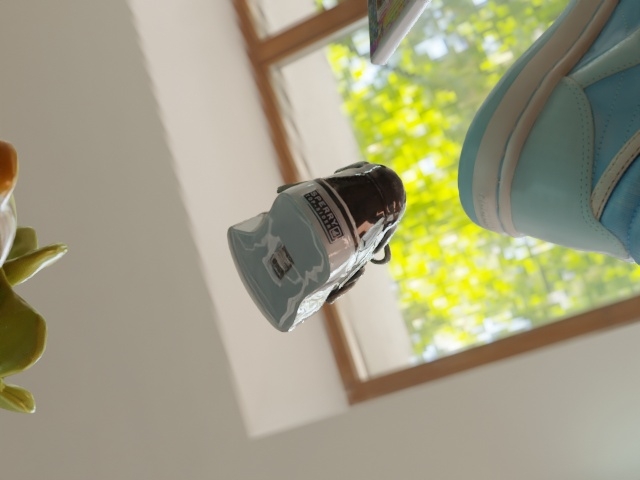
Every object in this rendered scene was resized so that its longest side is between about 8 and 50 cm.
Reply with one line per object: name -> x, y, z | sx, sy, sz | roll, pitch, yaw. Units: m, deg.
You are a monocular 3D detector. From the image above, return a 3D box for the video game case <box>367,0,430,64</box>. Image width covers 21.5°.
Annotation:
video game case -> 0.071, -0.258, 1.562 | 0.019, 0.157, 0.143 | 2, -107, -15

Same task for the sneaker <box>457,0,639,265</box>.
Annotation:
sneaker -> 0.249, -0.099, 1.024 | 0.319, 0.208, 0.127 | -53, -33, -19

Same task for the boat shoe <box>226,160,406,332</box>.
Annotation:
boat shoe -> -0.002, -0.004, 1.469 | 0.105, 0.306, 0.113 | -27, -99, -19

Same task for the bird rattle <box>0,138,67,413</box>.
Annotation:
bird rattle -> -0.265, -0.003, 0.941 | 0.253, 0.207, 0.143 | 11, -131, -15
